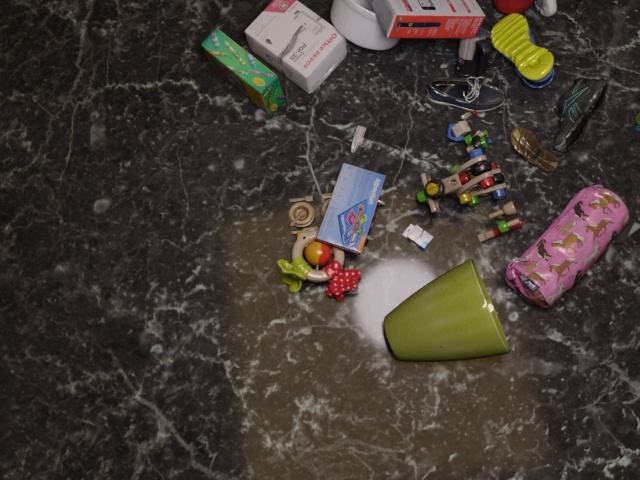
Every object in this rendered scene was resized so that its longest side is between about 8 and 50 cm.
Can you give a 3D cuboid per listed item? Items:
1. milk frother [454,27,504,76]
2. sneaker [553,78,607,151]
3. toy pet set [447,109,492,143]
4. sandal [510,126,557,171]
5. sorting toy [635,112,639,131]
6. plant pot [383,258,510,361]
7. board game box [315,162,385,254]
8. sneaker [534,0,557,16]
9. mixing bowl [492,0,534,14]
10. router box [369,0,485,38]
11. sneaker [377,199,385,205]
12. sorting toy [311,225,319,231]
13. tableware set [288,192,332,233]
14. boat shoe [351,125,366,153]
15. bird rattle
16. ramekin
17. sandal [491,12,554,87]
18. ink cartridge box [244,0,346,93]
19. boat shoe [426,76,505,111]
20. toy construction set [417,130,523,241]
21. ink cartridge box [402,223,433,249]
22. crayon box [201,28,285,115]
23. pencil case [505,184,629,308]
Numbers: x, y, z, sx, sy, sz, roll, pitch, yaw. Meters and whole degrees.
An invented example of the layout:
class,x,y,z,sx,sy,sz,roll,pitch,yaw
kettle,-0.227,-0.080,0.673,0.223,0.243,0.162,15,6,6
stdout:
class,x,y,z,sx,sy,sz,roll,pitch,yaw
milk frother,0.521,-0.611,1.735,0.143,0.135,0.129,-31,51,-27
sneaker,0.800,-0.400,1.704,0.106,0.101,0.267,29,82,33
toy pet set,0.472,-0.348,1.738,0.114,0.065,0.122,-15,77,-34
sandal,0.669,-0.282,1.703,0.180,0.049,0.072,39,89,-3
sorting toy,1.021,-0.366,1.681,0.102,0.061,0.042,53,52,-20
plant pot,0.341,0.233,1.524,0.293,0.275,0.275,-23,76,17
board game box,0.097,-0.102,1.670,0.145,0.027,0.281,18,67,5
sneaker,0.779,-0.861,1.801,0.115,0.090,0.232,-3,78,1
mixing bowl,0.642,-0.816,1.782,0.181,0.098,0.181,-3,53,4
router box,0.299,-0.761,1.654,0.301,0.082,0.335,-6,59,-18
sneaker,0.164,-0.117,1.720,0.083,0.032,0.037,12,95,10
sorting toy,0.000,0.000,1.713,0.083,0.012,0.062,34,78,14
tableware set,-0.009,-0.093,1.715,0.194,0.039,0.128,-7,72,3
boat shoe,0.127,-0.330,1.766,0.035,0.035,0.100,15,73,11
bird rattle,-0.001,0.067,1.638,0.253,0.143,0.207,4,72,4
ramekin,0.166,-0.750,1.754,0.277,0.135,0.277,10,54,-14
sandal,0.656,-0.603,1.740,0.126,0.138,0.317,-30,55,25
ink cartridge box,-0.078,-0.669,1.817,0.283,0.117,0.207,39,83,12
boat shoe,0.474,-0.483,1.745,0.254,0.079,0.095,13,79,8
toy construction set,0.439,-0.130,1.629,0.237,0.257,0.309,-25,100,25
ink cartridge box,0.304,-0.014,1.681,0.083,0.028,0.048,37,83,12
crayon box,-0.252,-0.554,1.782,0.278,0.165,0.081,41,84,12
pencil case,0.722,0.016,1.574,0.386,0.167,0.160,-44,45,-6
